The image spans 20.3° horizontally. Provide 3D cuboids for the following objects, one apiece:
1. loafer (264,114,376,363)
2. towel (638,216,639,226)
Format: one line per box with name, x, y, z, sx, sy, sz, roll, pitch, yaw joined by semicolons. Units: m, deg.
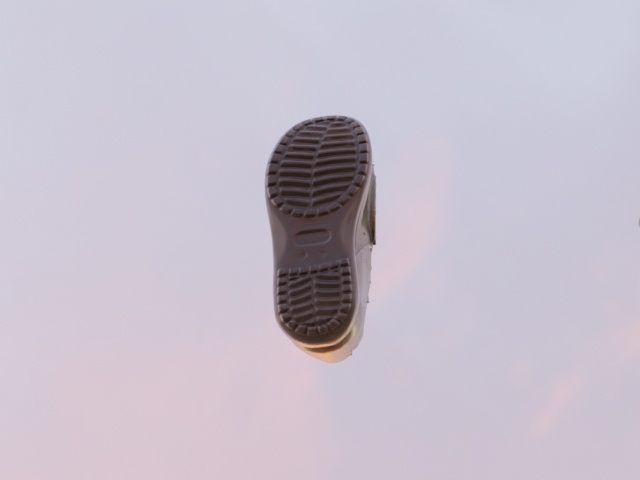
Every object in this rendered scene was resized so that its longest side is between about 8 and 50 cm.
loafer;0.000;0.000;1.628;0.102;0.268;0.092;0;-38;8
towel;0.189;-0.048;0.942;0.060;0.009;0.083;-40;-33;-31
